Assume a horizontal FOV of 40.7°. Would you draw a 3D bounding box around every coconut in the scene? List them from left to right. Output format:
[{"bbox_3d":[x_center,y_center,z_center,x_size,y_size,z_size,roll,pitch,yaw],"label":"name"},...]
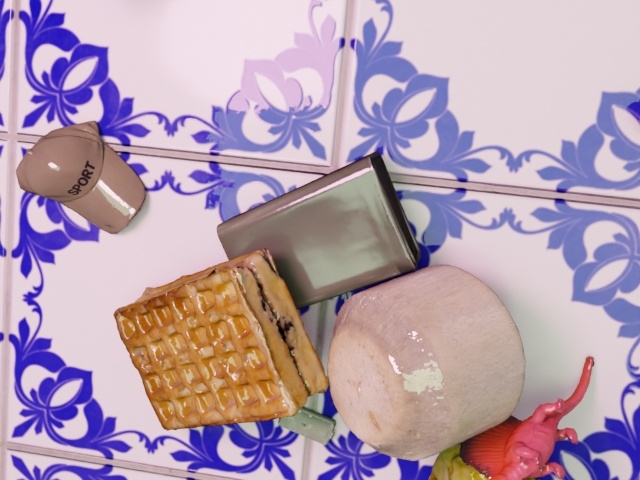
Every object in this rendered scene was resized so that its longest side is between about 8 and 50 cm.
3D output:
[{"bbox_3d":[0.148,0.157,1.148,0.237,0.266,0.237,30,130,44],"label":"coconut"}]

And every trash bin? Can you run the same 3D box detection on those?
[{"bbox_3d":[0.000,0.000,1.207,0.240,0.122,0.164,-23,95,14],"label":"trash bin"}]

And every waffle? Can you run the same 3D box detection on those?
[{"bbox_3d":[-0.149,0.146,1.197,0.308,0.091,0.213,-19,95,43],"label":"waffle"}]

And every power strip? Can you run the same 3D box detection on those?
[{"bbox_3d":[-0.020,0.276,1.304,0.090,0.016,0.040,22,101,4],"label":"power strip"}]

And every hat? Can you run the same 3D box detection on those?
[{"bbox_3d":[-0.345,-0.086,1.265,0.175,0.085,0.147,38,102,3],"label":"hat"}]

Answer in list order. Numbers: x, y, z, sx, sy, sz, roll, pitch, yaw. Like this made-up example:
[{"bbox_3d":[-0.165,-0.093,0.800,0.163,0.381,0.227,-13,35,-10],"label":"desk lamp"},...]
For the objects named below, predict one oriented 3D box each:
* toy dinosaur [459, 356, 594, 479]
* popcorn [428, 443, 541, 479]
[{"bbox_3d":[0.271,0.252,1.166,0.139,0.286,0.070,-10,114,38],"label":"toy dinosaur"},{"bbox_3d":[0.235,0.351,1.184,0.173,0.195,0.168,-23,96,6],"label":"popcorn"}]
